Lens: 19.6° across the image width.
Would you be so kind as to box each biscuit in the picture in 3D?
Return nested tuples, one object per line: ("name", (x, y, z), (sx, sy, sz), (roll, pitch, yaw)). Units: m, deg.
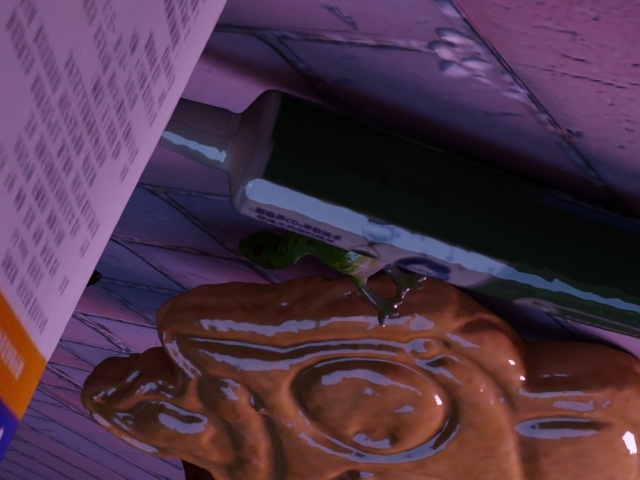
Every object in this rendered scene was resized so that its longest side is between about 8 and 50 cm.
("biscuit", (0.029, 0.114, 1.168), (0.376, 0.051, 0.269), (2, 141, 13))

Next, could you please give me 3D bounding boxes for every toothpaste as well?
("toothpaste", (0.105, 0.002, 0.872), (0.392, 0.061, 0.099), (18, 165, -5))

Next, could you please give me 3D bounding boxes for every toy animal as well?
("toy animal", (0.013, 0.011, 1.034), (0.075, 0.041, 0.217), (43, 162, -10))

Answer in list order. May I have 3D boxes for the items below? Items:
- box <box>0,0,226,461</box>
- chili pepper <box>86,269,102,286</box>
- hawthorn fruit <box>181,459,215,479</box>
("box", (-0.097, -0.061, 0.437), (0.106, 0.299, 0.200), (24, 165, 7))
("chili pepper", (-0.293, -0.002, 1.331), (0.137, 0.091, 0.368), (7, 180, -31))
("hawthorn fruit", (-0.024, 0.154, 1.378), (0.235, 0.181, 0.181), (34, 163, -3))
